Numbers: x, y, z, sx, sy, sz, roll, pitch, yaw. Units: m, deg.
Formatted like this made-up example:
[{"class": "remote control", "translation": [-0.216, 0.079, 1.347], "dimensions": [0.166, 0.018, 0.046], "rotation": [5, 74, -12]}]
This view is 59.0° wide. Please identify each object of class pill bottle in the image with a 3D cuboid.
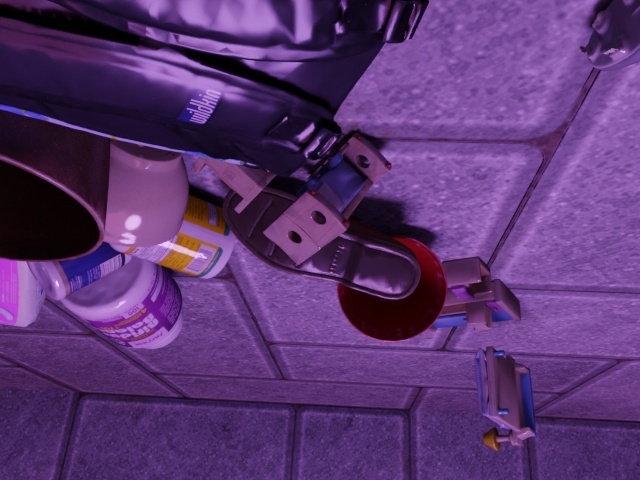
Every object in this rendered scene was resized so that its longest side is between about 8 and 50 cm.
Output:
[{"class": "pill bottle", "translation": [-0.354, 0.012, 0.876], "dimensions": [0.094, 0.169, 0.094], "rotation": [27, 135, 32]}, {"class": "pill bottle", "translation": [-0.361, 0.109, 1.079], "dimensions": [0.170, 0.169, 0.301], "rotation": [2, 154, 5]}, {"class": "pill bottle", "translation": [-0.240, -0.025, 0.840], "dimensions": [0.209, 0.117, 0.118], "rotation": [22, 149, -34]}]

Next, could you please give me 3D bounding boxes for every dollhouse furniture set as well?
[{"class": "dollhouse furniture set", "translation": [-0.035, -0.092, 0.711], "dimensions": [0.184, 0.129, 0.129], "rotation": [42, 143, -8]}, {"class": "dollhouse furniture set", "translation": [0.270, 0.236, 1.102], "dimensions": [0.198, 0.303, 0.286], "rotation": [-14, 149, 31]}]

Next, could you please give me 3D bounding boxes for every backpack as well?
[{"class": "backpack", "translation": [-0.146, -0.197, 0.345], "dimensions": [0.356, 0.273, 0.290], "rotation": [-6, 153, -29]}]

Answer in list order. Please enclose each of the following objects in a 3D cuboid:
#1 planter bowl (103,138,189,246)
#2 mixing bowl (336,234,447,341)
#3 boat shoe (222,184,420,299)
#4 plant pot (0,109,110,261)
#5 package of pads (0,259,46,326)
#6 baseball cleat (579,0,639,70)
[{"class": "planter bowl", "translation": [-0.232, -0.085, 0.697], "dimensions": [0.162, 0.162, 0.109], "rotation": [16, 126, -24]}, {"class": "mixing bowl", "translation": [0.119, 0.071, 0.971], "dimensions": [0.182, 0.181, 0.098], "rotation": [3, -170, 2]}, {"class": "boat shoe", "translation": [0.000, 0.000, 0.861], "dimensions": [0.308, 0.110, 0.104], "rotation": [27, -166, -6]}, {"class": "plant pot", "translation": [-0.278, -0.128, 0.501], "dimensions": [0.216, 0.230, 0.215], "rotation": [3, 155, 2]}, {"class": "package of pads", "translation": [-0.587, 0.013, 0.887], "dimensions": [0.297, 0.101, 0.229], "rotation": [12, 123, -14]}, {"class": "baseball cleat", "translation": [0.314, -0.203, 0.451], "dimensions": [0.110, 0.072, 0.206], "rotation": [4, 159, -16]}]
